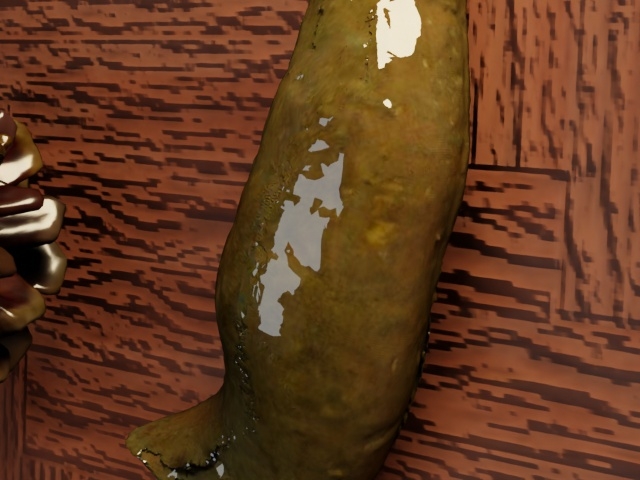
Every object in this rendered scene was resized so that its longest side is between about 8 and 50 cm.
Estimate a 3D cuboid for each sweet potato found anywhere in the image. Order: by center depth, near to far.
[{"bbox_3d":[-0.005,0.000,0.562,0.112,0.085,0.286,23,107,43],"label":"sweet potato"}]

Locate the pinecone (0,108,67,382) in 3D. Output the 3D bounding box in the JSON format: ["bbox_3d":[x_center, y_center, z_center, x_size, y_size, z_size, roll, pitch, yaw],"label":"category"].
[{"bbox_3d":[-0.243,0.024,0.682,0.292,0.246,0.246,-21,78,27],"label":"pinecone"}]
